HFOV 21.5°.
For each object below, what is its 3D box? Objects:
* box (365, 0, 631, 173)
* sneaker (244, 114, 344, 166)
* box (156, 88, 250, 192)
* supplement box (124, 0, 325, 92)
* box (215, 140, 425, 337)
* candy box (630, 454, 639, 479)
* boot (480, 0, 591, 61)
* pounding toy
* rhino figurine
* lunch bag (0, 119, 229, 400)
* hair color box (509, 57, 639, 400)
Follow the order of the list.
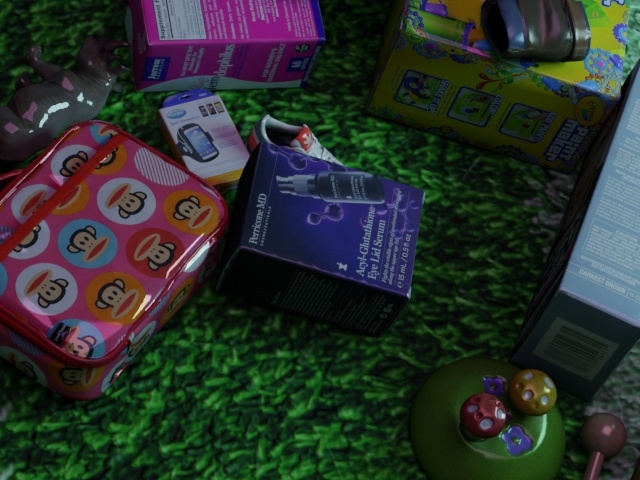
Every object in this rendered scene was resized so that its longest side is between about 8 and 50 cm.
[{"bbox_3d":[0.231,-0.280,2.119,0.279,0.177,0.290,17,56,-5],"label":"box"},{"bbox_3d":[-0.014,-0.094,2.001,0.161,0.075,0.057,30,57,4],"label":"sneaker"},{"bbox_3d":[-0.139,-0.118,2.012,0.081,0.028,0.136,-16,63,-23],"label":"box"},{"bbox_3d":[-0.118,-0.256,2.048,0.220,0.111,0.114,-3,64,-16],"label":"supplement box"},{"bbox_3d":[0.000,0.000,1.922,0.207,0.108,0.153,16,57,-11],"label":"box"},{"bbox_3d":[0.458,0.159,1.913,0.087,0.183,0.316,27,57,3],"label":"candy box"},{"bbox_3d":[0.233,-0.304,1.980,0.106,0.082,0.219,-9,64,-24],"label":"boot"},{"bbox_3d":[0.223,0.207,1.864,0.237,0.110,0.183,27,57,2],"label":"pounding toy"},{"bbox_3d":[-0.312,-0.170,1.970,0.106,0.073,0.243,42,57,16],"label":"rhino figurine"},{"bbox_3d":[-0.270,0.008,1.853,0.258,0.120,0.293,33,54,9],"label":"lunch bag"},{"bbox_3d":[0.351,-0.020,1.990,0.113,0.185,0.374,25,56,1],"label":"hair color box"}]
